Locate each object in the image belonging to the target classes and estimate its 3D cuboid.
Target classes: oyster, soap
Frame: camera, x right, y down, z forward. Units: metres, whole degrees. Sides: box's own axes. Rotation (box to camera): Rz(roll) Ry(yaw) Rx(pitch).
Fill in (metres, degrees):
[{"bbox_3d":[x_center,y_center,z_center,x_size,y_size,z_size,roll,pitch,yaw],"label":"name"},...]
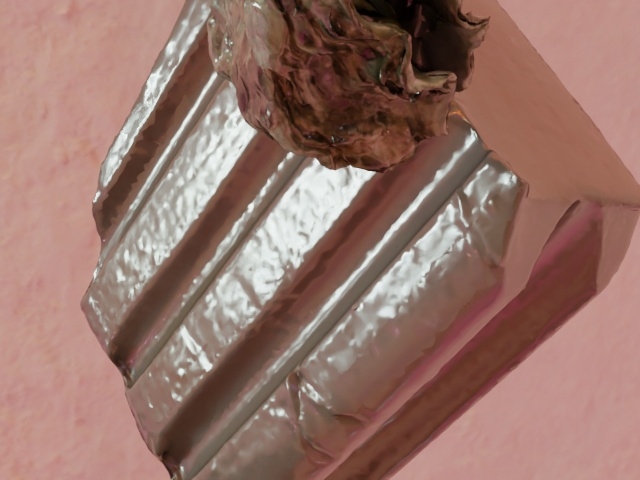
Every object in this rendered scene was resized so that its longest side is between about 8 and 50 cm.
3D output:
[{"bbox_3d":[-0.006,-0.120,0.525,0.112,0.267,0.198,-30,73,-10],"label":"oyster"},{"bbox_3d":[0.000,0.000,0.805,0.350,0.213,0.435,55,126,25],"label":"soap"}]
